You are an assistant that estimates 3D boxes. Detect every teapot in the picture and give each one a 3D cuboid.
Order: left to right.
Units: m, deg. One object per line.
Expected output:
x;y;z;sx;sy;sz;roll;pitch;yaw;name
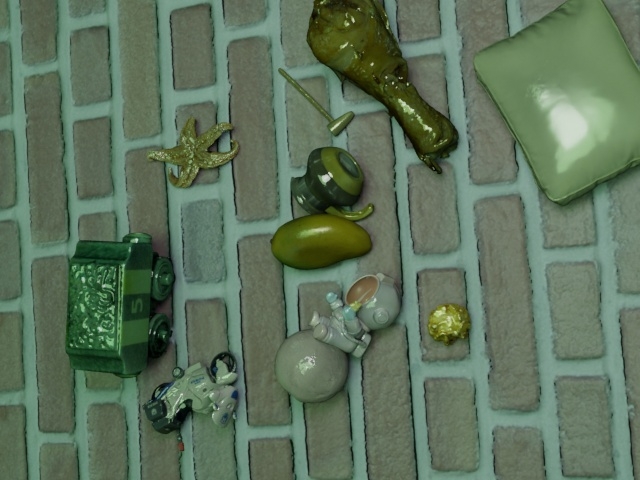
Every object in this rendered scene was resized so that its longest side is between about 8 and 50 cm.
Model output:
0.026;-0.100;1.623;0.119;0.130;0.166;-37;107;29;teapot

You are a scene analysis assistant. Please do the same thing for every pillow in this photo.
0.443;-0.248;1.477;0.255;0.120;0.322;-29;75;13;pillow

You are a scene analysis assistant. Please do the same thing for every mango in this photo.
-0.003;-0.002;1.620;0.191;0.122;0.085;-15;43;12;mango

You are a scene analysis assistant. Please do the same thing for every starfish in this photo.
-0.274;-0.188;1.760;0.210;0.053;0.150;-3;81;21;starfish

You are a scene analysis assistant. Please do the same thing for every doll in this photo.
0.042;0.179;1.588;0.287;0.151;0.151;-46;74;5;doll

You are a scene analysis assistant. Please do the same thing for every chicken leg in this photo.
0.123;-0.313;1.585;0.429;0.201;0.153;53;129;9;chicken leg

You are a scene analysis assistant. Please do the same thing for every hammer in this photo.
-0.014;-0.294;1.690;0.060;0.028;0.195;-45;73;6;hammer

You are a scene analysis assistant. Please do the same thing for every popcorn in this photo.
0.240;0.155;1.557;0.083;0.057;0.082;37;92;21;popcorn

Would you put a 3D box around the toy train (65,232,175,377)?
-0.406;0.131;1.689;0.167;0.238;0.299;1;88;16;toy train

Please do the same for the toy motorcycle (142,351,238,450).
-0.254;0.326;1.702;0.221;0.102;0.150;-28;57;13;toy motorcycle
